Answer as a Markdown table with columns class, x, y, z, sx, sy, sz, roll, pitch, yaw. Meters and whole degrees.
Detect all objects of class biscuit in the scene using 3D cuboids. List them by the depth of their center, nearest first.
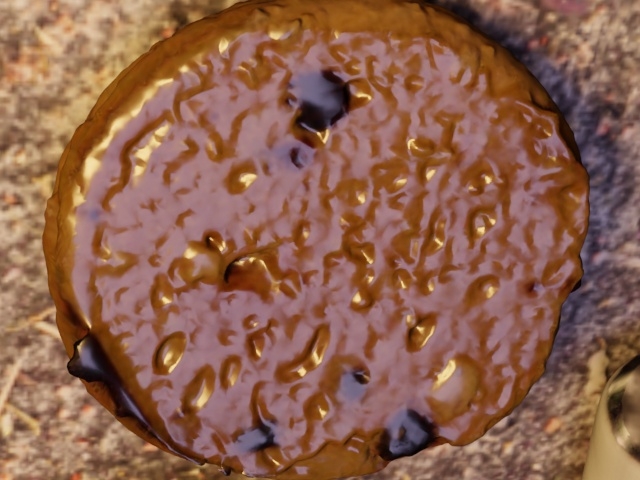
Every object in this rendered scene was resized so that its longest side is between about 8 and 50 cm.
| class | x | y | z | sx | sy | sz | roll | pitch | yaw |
| --- | --- | --- | --- | --- | --- | --- | --- | --- | --- |
| biscuit | -0.001 | -0.001 | 0.879 | 0.296 | 0.075 | 0.296 | -5 | 112 | -13 |

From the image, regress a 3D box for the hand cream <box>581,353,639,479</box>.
| class | x | y | z | sx | sy | sz | roll | pitch | yaw |
| --- | --- | --- | --- | --- | --- | --- | --- | --- | --- |
| hand cream | 0.232 | 0.218 | 1.115 | 0.185 | 0.118 | 0.359 | -10 | 136 | -9 |
